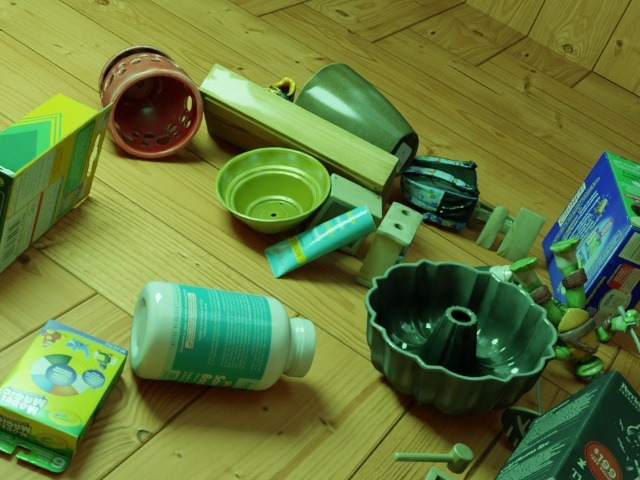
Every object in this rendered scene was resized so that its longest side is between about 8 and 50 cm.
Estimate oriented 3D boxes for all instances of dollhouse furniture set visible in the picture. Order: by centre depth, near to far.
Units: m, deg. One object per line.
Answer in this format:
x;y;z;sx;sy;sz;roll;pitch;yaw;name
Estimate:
0.185;0.040;1.891;0.184;0.129;0.129;26;32;5;dollhouse furniture set
0.405;-0.060;2.181;0.144;0.123;0.151;25;32;3;dollhouse furniture set

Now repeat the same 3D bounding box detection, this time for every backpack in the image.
0.248;-0.112;2.165;0.173;0.117;0.158;14;32;-3;backpack

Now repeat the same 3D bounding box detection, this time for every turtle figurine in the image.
0.461;0.143;1.795;0.275;0.198;0.266;-30;96;-61;turtle figurine

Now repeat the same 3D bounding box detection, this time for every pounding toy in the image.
0.165;0.380;1.414;0.181;0.094;0.206;30;32;9;pounding toy
0.029;-0.053;1.945;0.130;0.141;0.100;25;37;-15;pounding toy

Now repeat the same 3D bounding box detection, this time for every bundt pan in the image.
0.225;0.175;1.697;0.331;0.124;0.331;9;31;-5;bundt pan

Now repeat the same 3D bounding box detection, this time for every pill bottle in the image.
-0.145;0.148;1.510;0.264;0.146;0.146;9;35;-20;pill bottle

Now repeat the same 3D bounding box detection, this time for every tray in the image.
-0.047;-0.193;2.027;0.411;0.203;0.076;29;73;8;tray

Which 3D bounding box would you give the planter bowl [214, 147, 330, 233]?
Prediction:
-0.090;-0.076;1.901;0.217;0.090;0.217;0;42;0;planter bowl

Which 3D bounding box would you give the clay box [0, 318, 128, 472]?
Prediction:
-0.363;0.209;1.370;0.127;0.053;0.222;22;31;-2;clay box

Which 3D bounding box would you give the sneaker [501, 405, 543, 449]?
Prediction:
0.395;0.329;1.664;0.208;0.081;0.094;27;21;-1;sneaker

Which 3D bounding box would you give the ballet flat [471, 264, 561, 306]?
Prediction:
0.394;0.092;2.004;0.203;0.074;0.074;33;34;16;ballet flat

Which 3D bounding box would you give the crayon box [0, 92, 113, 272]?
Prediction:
-0.464;-0.103;1.624;0.083;0.203;0.323;26;32;4;crayon box

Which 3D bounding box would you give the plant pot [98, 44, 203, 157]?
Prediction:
-0.347;-0.283;1.982;0.191;0.191;0.174;2;30;-30;plant pot

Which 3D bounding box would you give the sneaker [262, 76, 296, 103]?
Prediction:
-0.124;-0.311;2.255;0.084;0.083;0.215;32;34;11;sneaker

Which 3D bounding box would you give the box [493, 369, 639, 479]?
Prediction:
0.408;0.407;1.355;0.343;0.179;0.312;50;35;4;box

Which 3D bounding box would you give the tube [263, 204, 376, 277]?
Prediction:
0.000;0.000;1.834;0.207;0.052;0.080;-25;39;0;tube

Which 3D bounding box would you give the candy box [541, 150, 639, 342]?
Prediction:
0.589;0.007;2.065;0.122;0.268;0.317;21;32;-10;candy box

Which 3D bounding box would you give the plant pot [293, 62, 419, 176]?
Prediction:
0.087;-0.231;2.122;0.230;0.215;0.215;35;33;29;plant pot
